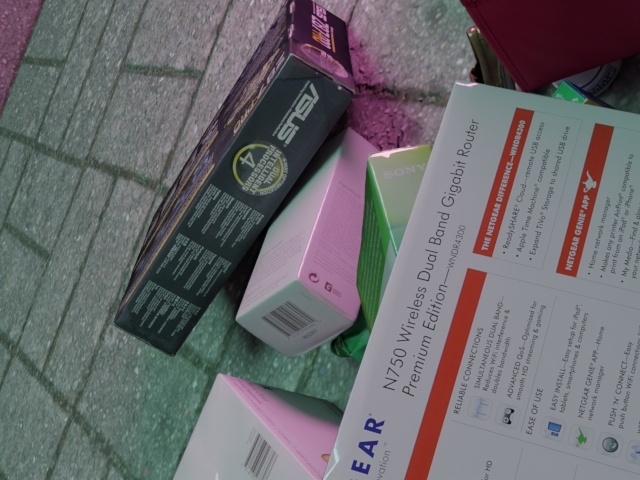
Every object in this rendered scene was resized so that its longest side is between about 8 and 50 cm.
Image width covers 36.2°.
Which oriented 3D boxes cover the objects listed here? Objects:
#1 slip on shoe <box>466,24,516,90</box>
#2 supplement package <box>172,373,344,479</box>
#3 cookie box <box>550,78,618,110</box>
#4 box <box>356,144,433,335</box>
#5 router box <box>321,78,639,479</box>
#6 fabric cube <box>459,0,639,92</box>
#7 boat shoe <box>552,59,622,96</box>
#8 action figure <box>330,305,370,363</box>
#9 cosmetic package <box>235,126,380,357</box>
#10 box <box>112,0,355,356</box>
[{"bbox_3d":[0.160,-0.155,0.926,0.041,0.135,0.051,-16,57,-1],"label":"slip on shoe"},{"bbox_3d":[-0.028,0.282,0.934,0.262,0.145,0.204,33,101,56],"label":"supplement package"},{"bbox_3d":[0.211,-0.070,0.830,0.107,0.092,0.040,-57,37,19],"label":"cookie box"},{"bbox_3d":[0.094,0.120,0.757,0.232,0.058,0.322,91,165,-64],"label":"box"},{"bbox_3d":[0.181,0.086,0.580,0.301,0.082,0.335,15,68,16],"label":"router box"},{"bbox_3d":[0.218,-0.313,0.738,0.258,0.259,0.254,-15,57,29],"label":"fabric cube"},{"bbox_3d":[0.202,-0.245,0.943,0.096,0.088,0.267,-41,42,37],"label":"boat shoe"},{"bbox_3d":[0.086,0.063,0.965,0.232,0.063,0.137,-35,47,41],"label":"action figure"},{"bbox_3d":[0.000,0.000,1.053,0.117,0.085,0.231,-33,27,44],"label":"cosmetic package"},{"bbox_3d":[-0.104,-0.095,1.217,0.395,0.097,0.318,-54,13,20],"label":"box"}]
